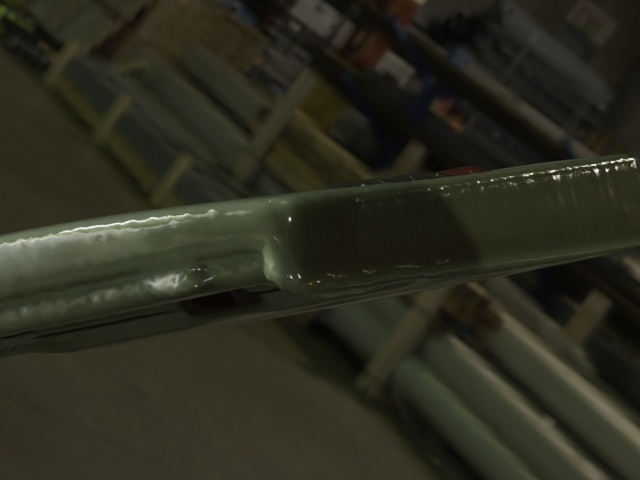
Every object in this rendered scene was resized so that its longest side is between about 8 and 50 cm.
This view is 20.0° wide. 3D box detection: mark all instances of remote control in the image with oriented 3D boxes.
[{"bbox_3d":[0.000,0.000,0.511,0.285,0.123,0.038,-6,85,-63],"label":"remote control"}]
